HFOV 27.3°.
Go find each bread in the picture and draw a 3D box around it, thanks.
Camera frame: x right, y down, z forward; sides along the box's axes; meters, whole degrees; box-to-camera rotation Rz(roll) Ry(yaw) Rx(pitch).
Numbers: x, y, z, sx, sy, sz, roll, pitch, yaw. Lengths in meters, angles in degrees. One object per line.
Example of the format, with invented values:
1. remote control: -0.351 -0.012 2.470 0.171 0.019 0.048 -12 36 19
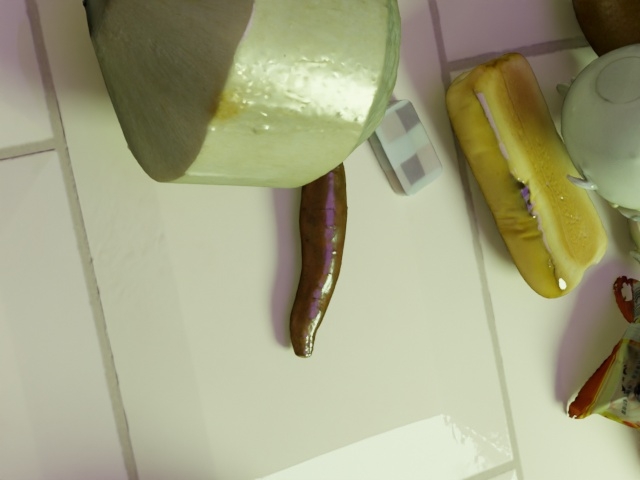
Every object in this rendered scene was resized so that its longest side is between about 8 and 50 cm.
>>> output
1. bread: 0.247 -0.079 1.604 0.142 0.091 0.305 -40 110 -43

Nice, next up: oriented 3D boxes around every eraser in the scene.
1. eraser: 0.097 -0.109 1.553 0.065 0.026 0.105 -33 106 -24

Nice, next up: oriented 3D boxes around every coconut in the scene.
1. coconut: -0.085 -0.198 1.297 0.323 0.323 0.323 0 89 -31

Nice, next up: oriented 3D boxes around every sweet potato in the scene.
1. sweet potato: 0.001 0.000 1.478 0.057 0.057 0.265 4 89 -31

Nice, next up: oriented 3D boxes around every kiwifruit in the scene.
1. kiwifruit: 0.418 -0.305 1.657 0.196 0.196 0.234 -33 99 -27

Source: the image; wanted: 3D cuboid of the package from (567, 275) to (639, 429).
1. package: 0.465 0.175 1.641 0.223 0.288 0.108 -63 151 -17

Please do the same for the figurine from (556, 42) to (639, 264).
1. figurine: 0.405 -0.095 1.639 0.226 0.274 0.394 -40 140 -2
